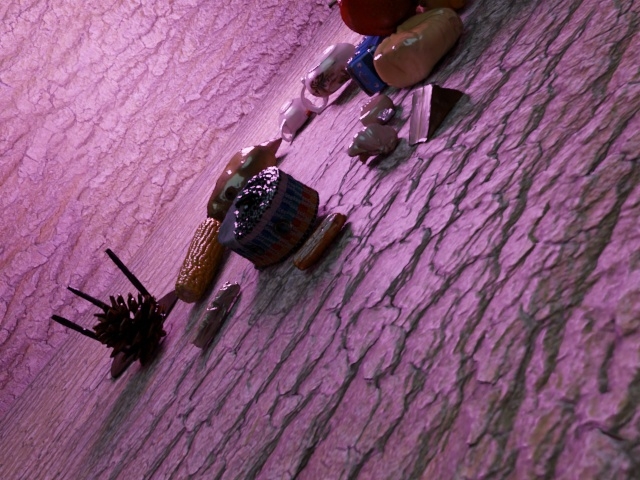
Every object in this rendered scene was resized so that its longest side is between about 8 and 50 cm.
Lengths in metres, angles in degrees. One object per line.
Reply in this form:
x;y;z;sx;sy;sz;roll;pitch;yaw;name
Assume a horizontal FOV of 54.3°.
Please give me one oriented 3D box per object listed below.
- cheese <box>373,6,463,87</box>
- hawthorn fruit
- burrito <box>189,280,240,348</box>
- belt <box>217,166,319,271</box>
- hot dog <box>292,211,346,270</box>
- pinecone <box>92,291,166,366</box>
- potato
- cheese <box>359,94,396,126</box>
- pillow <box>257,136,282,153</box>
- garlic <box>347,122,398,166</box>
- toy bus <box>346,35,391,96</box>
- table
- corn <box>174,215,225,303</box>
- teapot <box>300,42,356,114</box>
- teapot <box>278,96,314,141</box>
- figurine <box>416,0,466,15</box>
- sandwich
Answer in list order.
0.241;-0.475;1.519;0.214;0.117;0.226;-52;24;-22;cheese
0.129;-0.634;1.630;0.254;0.205;0.205;9;51;25;hawthorn fruit
-0.235;0.163;1.402;0.041;0.045;0.185;97;-164;-55;burrito
-0.120;-0.050;1.417;0.258;0.150;0.206;-22;42;53;belt
0.001;0.001;1.221;0.144;0.038;0.062;-50;16;-11;hot dog
-0.505;0.226;1.656;0.208;0.208;0.207;-41;20;19;pinecone
-0.240;-0.160;1.898;0.296;0.141;0.192;-55;31;-10;potato
0.135;-0.300;1.492;0.092;0.048;0.171;-42;21;20;cheese
-0.241;-0.253;2.124;0.236;0.084;0.223;-47;8;-25;pillow
0.110;-0.210;1.338;0.113;0.074;0.094;-33;10;-2;garlic
0.164;-0.512;1.735;0.134;0.116;0.233;-30;24;34;toy bus
-0.613;0.187;1.860;0.317;0.249;0.317;-42;20;19;table
-0.323;0.050;1.733;0.101;0.101;0.310;-36;29;32;corn
0.040;-0.536;2.022;0.298;0.139;0.204;-30;28;38;teapot
-0.094;-0.433;2.185;0.145;0.092;0.226;-25;33;50;teapot
0.305;-0.646;1.689;0.156;0.131;0.246;-18;-2;-35;figurine
0.229;-0.243;1.247;0.074;0.074;0.116;1;84;65;sandwich
